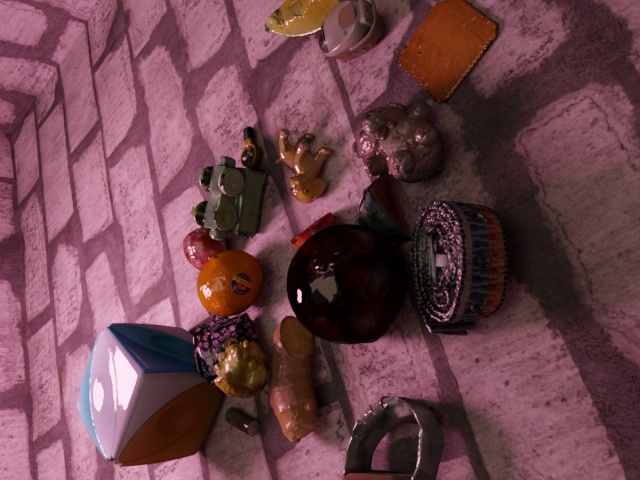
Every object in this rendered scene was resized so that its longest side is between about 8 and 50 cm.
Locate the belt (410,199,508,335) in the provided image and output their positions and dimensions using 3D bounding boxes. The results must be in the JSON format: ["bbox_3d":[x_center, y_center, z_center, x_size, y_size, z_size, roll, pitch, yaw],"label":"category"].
[{"bbox_3d":[0.322,0.056,1.416,0.206,0.160,0.295,-32,59,58],"label":"belt"}]

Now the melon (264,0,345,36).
[{"bbox_3d":[-0.039,-0.737,1.948,0.323,0.124,0.196,-22,66,46],"label":"melon"}]

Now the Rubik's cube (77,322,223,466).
[{"bbox_3d":[-0.559,0.496,2.073,0.351,0.347,0.352,34,107,43],"label":"Rubik's cube"}]

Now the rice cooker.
[{"bbox_3d":[0.088,-0.601,1.795,0.206,0.127,0.145,-21,69,37],"label":"rice cooker"}]

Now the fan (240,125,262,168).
[{"bbox_3d":[-0.234,-0.316,2.120,0.082,0.039,0.155,-26,64,39],"label":"fan"}]

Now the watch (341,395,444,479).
[{"bbox_3d":[0.172,0.495,1.500,0.253,0.161,0.241,-14,66,42],"label":"watch"}]

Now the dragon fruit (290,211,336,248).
[{"bbox_3d":[0.000,0.000,1.797,0.153,0.153,0.111,-30,96,37],"label":"dragon fruit"}]

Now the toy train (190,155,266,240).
[{"bbox_3d":[-0.294,-0.133,2.043,0.159,0.188,0.272,10,92,45],"label":"toy train"}]

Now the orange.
[{"bbox_3d":[-0.286,0.133,1.973,0.219,0.193,0.219,-56,15,23],"label":"orange"}]

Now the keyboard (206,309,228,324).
[{"bbox_3d":[-0.368,0.240,2.167,0.061,0.013,0.204,-57,49,22],"label":"keyboard"}]

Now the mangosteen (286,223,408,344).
[{"bbox_3d":[0.076,0.125,1.595,0.305,0.360,0.306,-11,55,15],"label":"mangosteen"}]

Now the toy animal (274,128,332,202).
[{"bbox_3d":[-0.058,-0.230,1.883,0.233,0.121,0.169,58,132,38],"label":"toy animal"}]

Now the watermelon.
[{"bbox_3d":[0.134,-0.092,1.641,0.136,0.207,0.202,-21,48,12],"label":"watermelon"}]

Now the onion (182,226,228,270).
[{"bbox_3d":[-0.379,0.046,2.134,0.159,0.159,0.195,-2,114,44],"label":"onion"}]

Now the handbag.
[{"bbox_3d":[-0.289,0.344,1.949,0.207,0.127,0.229,-19,65,-3],"label":"handbag"}]

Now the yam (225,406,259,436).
[{"bbox_3d":[-0.247,0.566,1.962,0.132,0.054,0.054,14,93,44],"label":"yam"}]

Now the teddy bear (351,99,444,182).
[{"bbox_3d":[0.198,-0.258,1.607,0.236,0.151,0.267,-46,53,3],"label":"teddy bear"}]

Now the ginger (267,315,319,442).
[{"bbox_3d":[-0.079,0.390,1.784,0.189,0.126,0.354,-17,68,53],"label":"ginger"}]

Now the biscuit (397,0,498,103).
[{"bbox_3d":[0.323,-0.504,1.623,0.237,0.013,0.232,-53,51,24],"label":"biscuit"}]

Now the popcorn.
[{"bbox_3d":[-0.223,0.366,1.797,0.174,0.173,0.142,-58,22,20],"label":"popcorn"}]
